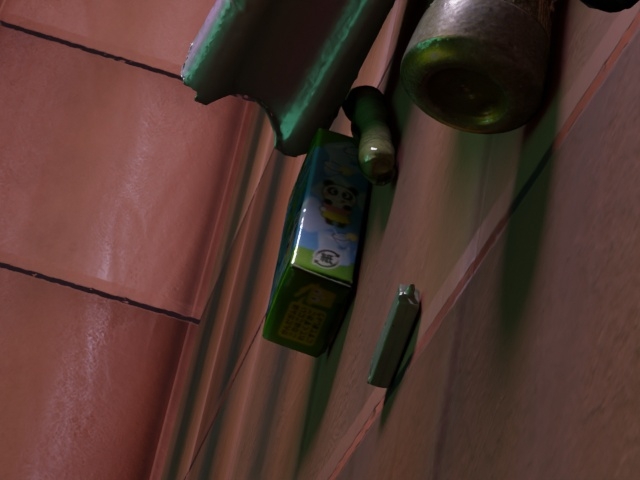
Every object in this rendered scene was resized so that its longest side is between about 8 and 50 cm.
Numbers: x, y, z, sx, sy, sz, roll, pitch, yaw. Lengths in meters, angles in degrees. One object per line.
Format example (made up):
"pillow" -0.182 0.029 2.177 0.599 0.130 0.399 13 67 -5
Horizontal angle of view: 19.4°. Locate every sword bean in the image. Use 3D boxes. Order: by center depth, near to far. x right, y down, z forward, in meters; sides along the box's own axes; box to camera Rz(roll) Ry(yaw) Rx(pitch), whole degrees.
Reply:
"sword bean" 0.043 -0.099 1.654 0.269 0.038 0.043 -97 12 -73

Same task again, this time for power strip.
"power strip" 0.051 0.064 1.278 0.027 0.017 0.083 -87 15 -60

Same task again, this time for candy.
"candy" 0.000 0.000 1.665 0.194 0.062 0.097 -79 8 -48

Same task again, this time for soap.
"soap" -0.004 -0.274 1.762 0.302 0.159 0.258 -57 16 24

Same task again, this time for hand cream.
"hand cream" 0.113 -0.160 1.119 0.084 0.084 0.203 117 175 -57

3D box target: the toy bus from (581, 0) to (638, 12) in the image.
"toy bus" 0.147 -0.129 0.623 0.138 0.112 0.317 -61 10 12
